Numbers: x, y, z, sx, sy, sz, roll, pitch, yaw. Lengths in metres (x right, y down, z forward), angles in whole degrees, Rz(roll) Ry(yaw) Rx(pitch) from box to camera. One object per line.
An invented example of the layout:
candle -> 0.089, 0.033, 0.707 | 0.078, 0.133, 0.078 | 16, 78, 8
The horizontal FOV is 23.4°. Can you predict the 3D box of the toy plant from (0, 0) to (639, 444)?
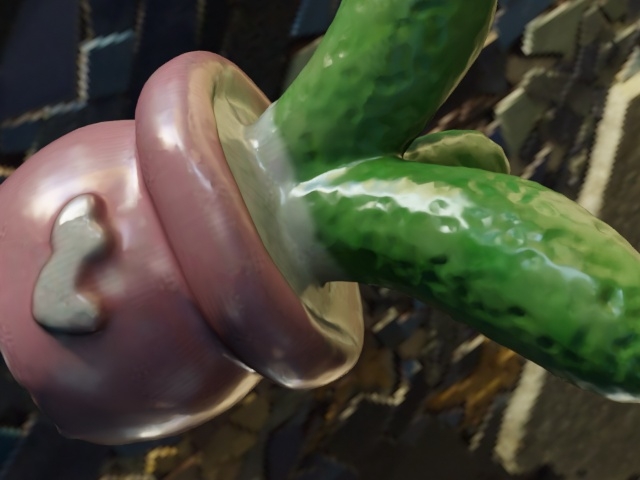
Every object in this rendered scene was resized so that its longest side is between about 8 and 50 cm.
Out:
toy plant -> -0.006, 0.002, 0.896 | 0.210, 0.356, 0.317 | 32, -143, -73
